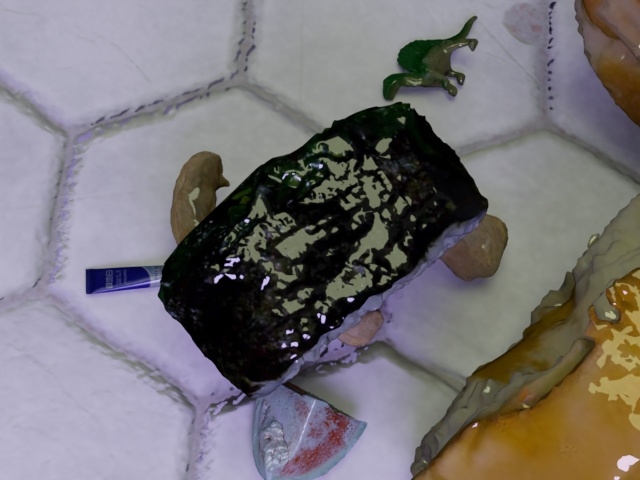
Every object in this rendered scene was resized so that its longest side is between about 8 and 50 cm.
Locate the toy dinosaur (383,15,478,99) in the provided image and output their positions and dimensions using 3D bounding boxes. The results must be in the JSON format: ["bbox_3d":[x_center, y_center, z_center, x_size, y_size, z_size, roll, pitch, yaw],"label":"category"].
[{"bbox_3d":[0.097,-0.157,1.207,0.060,0.029,0.119,20,58,19],"label":"toy dinosaur"}]

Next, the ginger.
[{"bbox_3d":[0.014,0.016,1.076,0.259,0.065,0.149,8,71,-9],"label":"ginger"}]

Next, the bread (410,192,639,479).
[{"bbox_3d":[0.302,0.137,0.925,0.394,0.250,0.361,41,64,15],"label":"bread"}]

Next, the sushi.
[{"bbox_3d":[0.000,0.000,0.981,0.225,0.124,0.127,-37,86,-14],"label":"sushi"}]

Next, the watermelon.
[{"bbox_3d":[-0.014,0.130,0.999,0.085,0.061,0.085,7,50,-8],"label":"watermelon"}]

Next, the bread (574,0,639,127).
[{"bbox_3d":[0.422,-0.209,1.057,0.390,0.371,0.279,38,51,13],"label":"bread"}]

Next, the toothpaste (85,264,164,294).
[{"bbox_3d":[-0.133,0.028,1.074,0.083,0.015,0.024,-4,52,-4],"label":"toothpaste"}]
